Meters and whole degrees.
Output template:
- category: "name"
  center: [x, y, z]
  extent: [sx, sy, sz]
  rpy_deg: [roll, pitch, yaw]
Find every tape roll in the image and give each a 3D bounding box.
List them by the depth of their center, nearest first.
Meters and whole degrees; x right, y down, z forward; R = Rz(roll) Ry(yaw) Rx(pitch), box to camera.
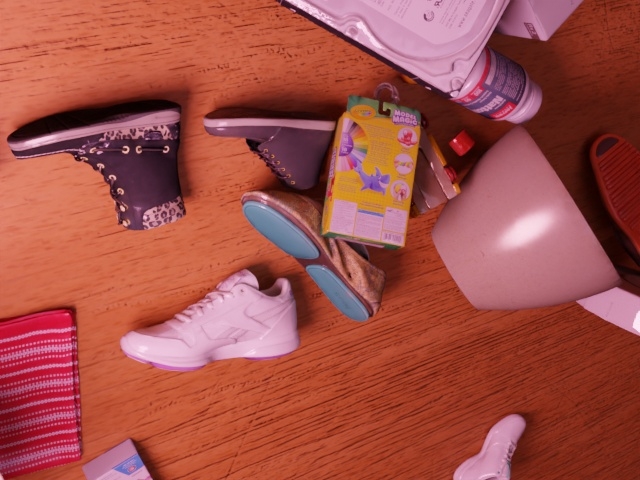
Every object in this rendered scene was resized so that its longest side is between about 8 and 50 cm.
- category: "tape roll"
  center: [0.697, 0.138, 1.632]
  extent: [0.392, 0.392, 0.072]
  rpy_deg: [9, 105, -34]

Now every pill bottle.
- category: "pill bottle"
  center: [0.296, -0.268, 1.392]
  extent: [0.180, 0.108, 0.108]
  rpy_deg: [17, 100, -35]

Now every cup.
- category: "cup"
  center: [0.340, -0.005, 1.431]
  extent: [0.237, 0.331, 0.331]
  rpy_deg: [-33, 127, 13]

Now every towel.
- category: "towel"
  center: [-0.456, 0.236, 1.193]
  extent: [0.199, 0.031, 0.274]
  rpy_deg: [-8, 114, -28]

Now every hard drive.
- category: "hard drive"
  center: [0.105, -0.388, 1.165]
  extent: [0.339, 0.064, 0.237]
  rpy_deg: [29, 95, -8]

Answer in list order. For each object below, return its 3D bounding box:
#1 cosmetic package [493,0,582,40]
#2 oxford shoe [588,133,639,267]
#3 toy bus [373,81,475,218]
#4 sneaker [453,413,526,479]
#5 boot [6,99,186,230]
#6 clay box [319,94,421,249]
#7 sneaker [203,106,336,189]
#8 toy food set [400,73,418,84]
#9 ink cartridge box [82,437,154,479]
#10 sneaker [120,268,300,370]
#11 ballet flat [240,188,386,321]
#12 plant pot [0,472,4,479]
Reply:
- category: "cosmetic package"
  center: [0.348, -0.452, 1.321]
  extent: [0.183, 0.151, 0.151]
  rpy_deg: [-46, 125, -7]
- category: "oxford shoe"
  center: [0.643, -0.061, 1.690]
  extent: [0.130, 0.133, 0.363]
  rpy_deg: [-34, 105, -9]
- category: "toy bus"
  center: [0.144, -0.134, 1.356]
  extent: [0.191, 0.104, 0.202]
  rpy_deg: [18, 82, -10]
- category: "sneaker"
  center: [0.394, 0.481, 1.769]
  extent: [0.212, 0.094, 0.080]
  rpy_deg: [-48, 124, -6]
- category: "boot"
  center: [-0.297, -0.092, 1.121]
  extent: [0.236, 0.085, 0.178]
  rpy_deg: [-16, 119, -26]
- category: "clay box"
  center: [0.080, -0.106, 1.256]
  extent: [0.127, 0.053, 0.222]
  rpy_deg: [12, 79, -12]
- category: "sneaker"
  center: [-0.078, -0.137, 1.235]
  extent: [0.222, 0.083, 0.118]
  rpy_deg: [-1, 111, -32]
- category: "toy food set"
  center: [0.175, -0.373, 1.305]
  extent: [0.111, 0.104, 0.232]
  rpy_deg: [-9, 96, -14]
- category: "ink cartridge box"
  center: [-0.323, 0.403, 1.328]
  extent: [0.089, 0.052, 0.122]
  rpy_deg: [-30, 123, -18]
- category: "sneaker"
  center: [-0.173, 0.123, 1.287]
  extent: [0.305, 0.114, 0.152]
  rpy_deg: [-4, 98, -34]
- category: "ballet flat"
  center: [0.000, 0.000, 1.333]
  extent: [0.123, 0.123, 0.348]
  rpy_deg: [-48, 125, -6]
- category: "plant pot"
  center: [-0.572, 0.284, 0.971]
  extent: [0.334, 0.305, 0.333]
  rpy_deg: [-12, 115, -27]
